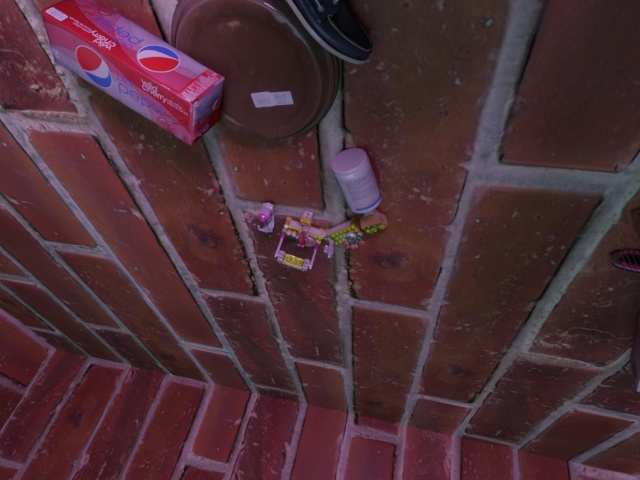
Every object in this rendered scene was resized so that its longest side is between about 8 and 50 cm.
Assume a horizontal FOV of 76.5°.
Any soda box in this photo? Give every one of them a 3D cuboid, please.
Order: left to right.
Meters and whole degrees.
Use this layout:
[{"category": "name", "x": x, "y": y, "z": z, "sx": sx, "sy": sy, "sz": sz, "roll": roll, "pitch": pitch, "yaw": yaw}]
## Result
[{"category": "soda box", "x": -0.284, "y": -0.264, "z": 0.631, "sx": 0.263, "sy": 0.083, "sz": 0.092, "roll": 32, "pitch": 145, "yaw": 2}]

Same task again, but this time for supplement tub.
[{"category": "supplement tub", "x": 0.068, "y": -0.109, "z": 0.753, "sx": 0.071, "sy": 0.071, "sz": 0.107, "roll": -3, "pitch": 139, "yaw": 24}]

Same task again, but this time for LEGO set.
[{"category": "LEGO set", "x": 0.000, "y": 0.000, "z": 0.885, "sx": 0.286, "sy": 0.107, "sz": 0.132, "roll": 5, "pitch": 142, "yaw": 14}]

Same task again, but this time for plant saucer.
[{"category": "plant saucer", "x": -0.108, "y": -0.269, "z": 0.644, "sx": 0.277, "sy": 0.041, "sz": 0.278, "roll": 10, "pitch": 142, "yaw": 8}]

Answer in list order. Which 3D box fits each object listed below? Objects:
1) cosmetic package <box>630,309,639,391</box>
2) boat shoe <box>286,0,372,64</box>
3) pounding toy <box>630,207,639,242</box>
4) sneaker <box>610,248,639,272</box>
[{"category": "cosmetic package", "x": 0.840, "y": 0.209, "z": 0.843, "sx": 0.284, "sy": 0.097, "sz": 0.377, "roll": -5, "pitch": 138, "yaw": 28}, {"category": "boat shoe", "x": 0.002, "y": -0.315, "z": 0.514, "sx": 0.206, "sy": 0.075, "sz": 0.065, "roll": 40, "pitch": 140, "yaw": -21}, {"category": "pounding toy", "x": 0.586, "y": 0.014, "z": 0.654, "sx": 0.100, "sy": 0.141, "sz": 0.130, "roll": 37, "pitch": 138, "yaw": -26}, {"category": "sneaker", "x": 0.618, "y": 0.050, "z": 0.773, "sx": 0.119, "sy": 0.047, "sz": 0.057, "roll": 6, "pitch": 153, "yaw": 16}]
